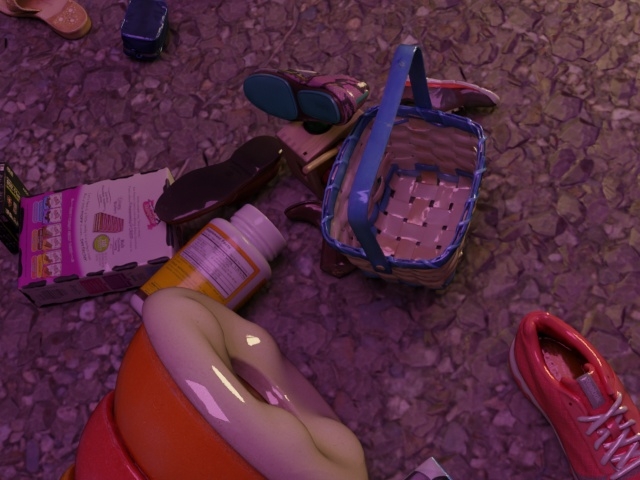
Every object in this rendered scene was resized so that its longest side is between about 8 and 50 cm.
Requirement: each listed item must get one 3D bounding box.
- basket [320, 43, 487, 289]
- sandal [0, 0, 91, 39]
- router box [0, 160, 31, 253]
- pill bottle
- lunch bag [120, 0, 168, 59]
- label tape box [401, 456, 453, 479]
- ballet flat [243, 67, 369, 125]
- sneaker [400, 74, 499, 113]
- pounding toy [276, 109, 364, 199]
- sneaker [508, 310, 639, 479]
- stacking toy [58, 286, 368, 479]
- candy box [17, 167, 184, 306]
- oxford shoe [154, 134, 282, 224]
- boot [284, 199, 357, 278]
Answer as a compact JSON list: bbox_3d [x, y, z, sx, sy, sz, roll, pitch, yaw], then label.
[{"bbox_3d":[0.104,-0.072,1.306,0.201,0.289,0.255,13,64,17],"label":"basket"},{"bbox_3d":[-0.499,-0.428,1.744,0.240,0.079,0.088,29,72,24],"label":"sandal"},{"bbox_3d":[-0.467,-0.049,1.514,0.038,0.122,0.092,-10,62,2],"label":"router box"},{"bbox_3d":[-0.150,0.051,1.396,0.215,0.117,0.117,-44,63,-12],"label":"pill bottle"},{"bbox_3d":[-0.289,-0.343,1.664,0.067,0.065,0.098,12,64,1],"label":"lunch bag"},{"bbox_3d":[0.077,0.448,1.101,0.347,0.115,0.249,-37,62,-11],"label":"label tape box"},{"bbox_3d":[-0.014,-0.204,1.392,0.079,0.077,0.221,-32,31,-30],"label":"ballet flat"},{"bbox_3d":[0.186,-0.204,1.504,0.157,0.061,0.065,11,93,18],"label":"sneaker"},{"bbox_3d":[0.008,-0.131,1.444,0.130,0.141,0.100,-41,63,-10],"label":"pounding toy"},{"bbox_3d":[0.323,0.214,1.198,0.116,0.136,0.314,-33,61,-4],"label":"sneaker"},{"bbox_3d":[-0.212,0.323,1.198,0.480,0.350,0.350,-45,62,5],"label":"stacking toy"},{"bbox_3d":[-0.321,-0.004,1.489,0.233,0.071,0.159,-11,61,7],"label":"candy box"},{"bbox_3d":[-0.142,-0.070,1.465,0.212,0.076,0.076,-30,57,-23],"label":"oxford shoe"},{"bbox_3d":[0.000,0.000,1.441,0.106,0.037,0.114,-6,66,11],"label":"boot"}]
